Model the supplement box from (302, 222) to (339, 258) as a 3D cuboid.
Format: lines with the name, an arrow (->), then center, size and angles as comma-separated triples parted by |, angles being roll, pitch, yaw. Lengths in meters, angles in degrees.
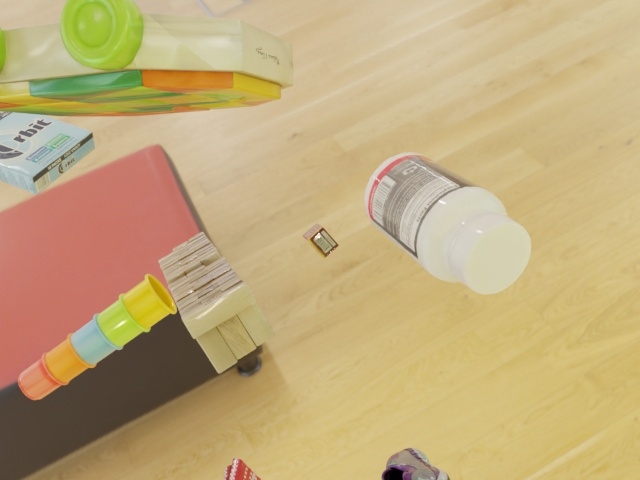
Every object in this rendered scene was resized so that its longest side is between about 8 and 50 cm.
supplement box -> 0.000, 0.000, 1.286 | 0.043, 0.055, 0.083 | -43, 12, -3

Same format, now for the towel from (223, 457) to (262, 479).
towel -> -0.033, 0.388, 0.651 | 0.031, 0.275, 0.199 | -26, 27, 18

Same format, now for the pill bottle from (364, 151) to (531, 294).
pill bottle -> 0.223, -0.033, 1.116 | 0.176, 0.176, 0.318 | -28, 33, -10

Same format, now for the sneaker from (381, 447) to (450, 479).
sneaker -> 0.145, 0.416, 1.119 | 0.098, 0.224, 0.083 | 17, 76, -12

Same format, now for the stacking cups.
stacking cups -> -0.433, 0.190, 1.184 | 0.316, 0.096, 0.096 | -35, 46, -4

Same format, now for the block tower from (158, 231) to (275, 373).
block tower -> -0.161, 0.077, 0.898 | 0.091, 0.097, 0.335 | -32, 19, -11

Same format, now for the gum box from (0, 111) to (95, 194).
gum box -> -0.524, -0.165, 1.086 | 0.184, 0.041, 0.157 | 20, 44, 11

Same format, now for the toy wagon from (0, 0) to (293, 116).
toy wagon -> -0.203, -0.153, 0.565 | 0.345, 0.068, 0.267 | -1, 7, 18
